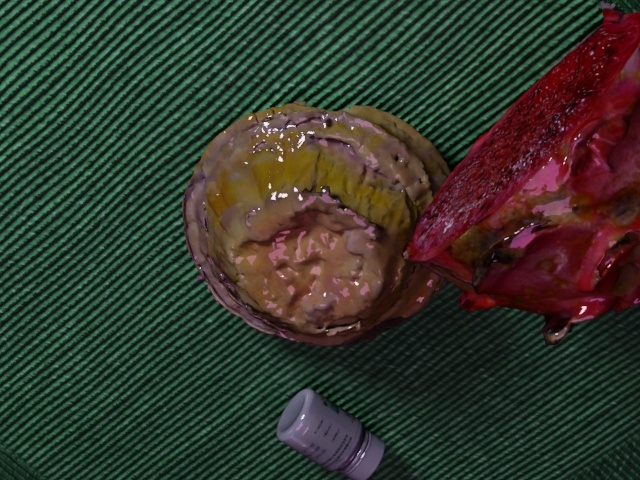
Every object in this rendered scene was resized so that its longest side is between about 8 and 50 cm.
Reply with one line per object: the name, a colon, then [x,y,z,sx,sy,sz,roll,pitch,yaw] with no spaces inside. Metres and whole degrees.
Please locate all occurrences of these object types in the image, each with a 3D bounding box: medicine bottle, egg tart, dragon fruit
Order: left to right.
egg tart: [0.000,0.000,1.933,0.352,0.150,0.352,3,119,6]
medicine bottle: [0.015,0.258,2.125,0.130,0.080,0.080,33,118,-16]
dragon fruit: [0.284,-0.051,1.741,0.249,0.386,0.371,43,83,-8]
